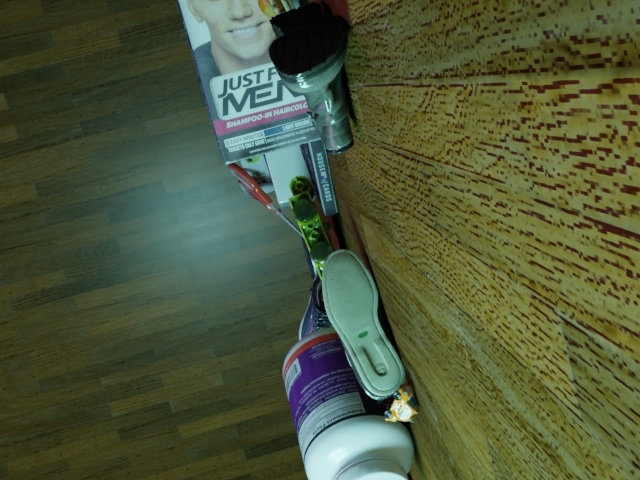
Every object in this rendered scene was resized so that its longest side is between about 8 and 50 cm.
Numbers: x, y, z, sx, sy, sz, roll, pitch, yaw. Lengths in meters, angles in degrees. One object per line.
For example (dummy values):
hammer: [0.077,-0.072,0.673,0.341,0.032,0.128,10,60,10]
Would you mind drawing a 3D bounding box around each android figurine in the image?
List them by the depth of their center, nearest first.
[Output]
android figurine: [0.000,0.000,1.550,0.273,0.056,0.248,53,-166,-79]

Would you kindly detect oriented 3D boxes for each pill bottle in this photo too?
pill bottle: [0.048,0.307,1.357,0.323,0.182,0.181,-111,6,-53]

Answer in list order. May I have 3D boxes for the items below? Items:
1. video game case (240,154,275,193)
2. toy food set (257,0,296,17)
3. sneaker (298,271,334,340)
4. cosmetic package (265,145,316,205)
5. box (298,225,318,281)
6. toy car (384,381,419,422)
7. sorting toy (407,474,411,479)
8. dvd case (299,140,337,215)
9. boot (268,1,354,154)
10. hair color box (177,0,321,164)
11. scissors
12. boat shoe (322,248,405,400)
video game case: [-0.186,-0.283,1.955,0.244,0.061,0.269,76,178,-62]
toy food set: [-0.061,-0.319,1.087,0.192,0.039,0.132,61,-178,-6]
sneaker: [0.009,0.168,1.707,0.163,0.086,0.226,179,99,-82]
cosmetic package: [-0.099,-0.266,1.818,0.284,0.098,0.377,177,78,-86]
box: [0.001,0.058,1.986,0.232,0.059,0.183,-117,14,-74]
toy car: [0.126,0.232,1.141,0.041,0.060,0.122,28,-179,17]
sorting toy: [0.138,0.424,1.551,0.132,0.046,0.274,145,109,-86]
dvd case: [-0.020,-0.185,1.508,0.238,0.030,0.179,-109,4,-49]
boot: [0.007,-0.167,0.904,0.246,0.083,0.161,-100,-10,-63]
hair color box: [-0.110,-0.304,1.207,0.105,0.174,0.347,-126,20,-78]
scissors: [-0.114,-0.081,1.868,0.297,0.021,0.109,41,163,31]
boat shoe: [0.058,0.126,1.207,0.079,0.084,0.233,86,165,-71]
